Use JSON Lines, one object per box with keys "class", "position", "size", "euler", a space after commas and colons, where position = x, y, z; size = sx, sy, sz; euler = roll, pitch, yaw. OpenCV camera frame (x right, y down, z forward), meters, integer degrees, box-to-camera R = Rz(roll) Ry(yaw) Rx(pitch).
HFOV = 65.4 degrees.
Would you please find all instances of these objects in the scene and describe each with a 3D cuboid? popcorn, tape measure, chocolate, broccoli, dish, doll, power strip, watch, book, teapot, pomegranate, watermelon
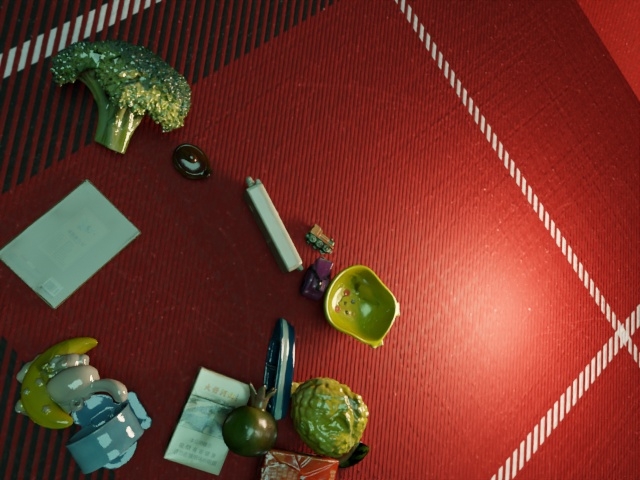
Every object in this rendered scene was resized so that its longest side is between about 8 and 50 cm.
{"class": "popcorn", "position": [0.011, 0.506, 1.488], "size": [0.237, 0.251, 0.206], "euler": [17, 102, -51]}
{"class": "tape measure", "position": [-0.012, 0.125, 1.556], "size": [0.074, 0.125, 0.118], "euler": [23, 62, -10]}
{"class": "chocolate", "position": [-0.089, 0.738, 1.461], "size": [0.234, 0.108, 0.238], "euler": [16, 77, -16]}
{"class": "broccoli", "position": [-0.549, -0.414, 1.377], "size": [0.375, 0.249, 0.302], "euler": [18, 74, -22]}
{"class": "dish", "position": [0.112, 0.209, 1.594], "size": [0.262, 0.108, 0.221], "euler": [40, 69, -17]}
{"class": "doll", "position": [-0.649, 0.368, 1.282], "size": [0.252, 0.111, 0.237], "euler": [-23, 50, -21]}
{"class": "power strip", "position": [-0.154, -0.045, 1.545], "size": [0.058, 0.098, 0.338], "euler": [-27, 92, -17]}
{"class": "watch", "position": [-0.544, 0.495, 1.287], "size": [0.210, 0.193, 0.211], "euler": [2, 85, -18]}
{"class": "book", "position": [-0.695, 0.006, 1.391], "size": [0.217, 0.021, 0.310], "euler": [47, 71, -7]}
{"class": "teapot", "position": [-0.383, -0.237, 1.500], "size": [0.129, 0.078, 0.098], "euler": [43, 72, -9]}
{"class": "pomegranate", "position": [-0.187, 0.495, 1.380], "size": [0.152, 0.131, 0.191], "euler": [31, 62, -48]}
{"class": "watermelon", "position": [0.082, 0.656, 1.557], "size": [0.135, 0.125, 0.094], "euler": [-32, 63, -2]}

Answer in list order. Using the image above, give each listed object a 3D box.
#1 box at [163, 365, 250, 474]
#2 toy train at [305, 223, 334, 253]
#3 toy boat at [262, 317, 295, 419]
{"class": "box", "position": [-0.320, 0.512, 1.428], "size": [0.164, 0.069, 0.257], "euler": [25, 76, -15]}
{"class": "toy train", "position": [0.000, 0.000, 1.623], "size": [0.103, 0.044, 0.064], "euler": [37, 62, -11]}
{"class": "toy boat", "position": [-0.123, 0.385, 1.502], "size": [0.061, 0.096, 0.299], "euler": [11, 80, -25]}
